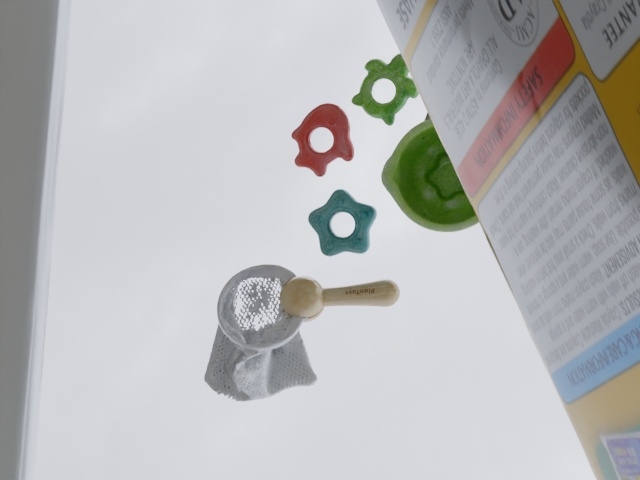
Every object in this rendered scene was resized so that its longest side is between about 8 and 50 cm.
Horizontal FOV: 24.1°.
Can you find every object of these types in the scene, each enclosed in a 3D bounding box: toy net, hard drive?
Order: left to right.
[{"bbox_3d":[-0.131,0.070,0.524,0.233,0.047,0.353,139,-45,-68],"label":"hard drive"},{"bbox_3d":[0.000,0.000,0.902,0.232,0.122,0.045,-46,175,8],"label":"toy net"}]

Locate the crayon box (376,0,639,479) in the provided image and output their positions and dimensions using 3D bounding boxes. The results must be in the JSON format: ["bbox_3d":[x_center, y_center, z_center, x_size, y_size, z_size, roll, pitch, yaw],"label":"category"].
[{"bbox_3d":[0.108,-0.008,0.344,0.083,0.203,0.323,-20,-102,-12],"label":"crayon box"}]

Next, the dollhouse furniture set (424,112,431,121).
[{"bbox_3d":[0.185,-0.134,1.191,0.129,0.129,0.183,33,-59,22],"label":"dollhouse furniture set"}]
